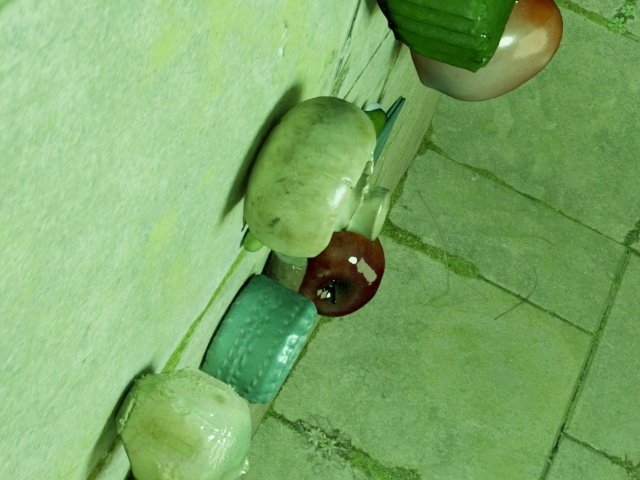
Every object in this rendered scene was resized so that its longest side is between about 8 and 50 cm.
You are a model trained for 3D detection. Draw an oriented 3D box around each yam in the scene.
[{"bbox_3d":[-0.075,0.078,2.081,0.127,0.084,0.084,-66,173,28],"label":"yam"}]

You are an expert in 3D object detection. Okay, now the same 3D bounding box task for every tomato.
[{"bbox_3d":[0.330,-0.435,2.241,0.321,0.322,0.321,-62,174,-11],"label":"tomato"}]

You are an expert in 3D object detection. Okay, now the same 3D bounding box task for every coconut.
[{"bbox_3d":[-0.182,0.269,1.474,0.194,0.194,0.194,-62,174,-11],"label":"coconut"}]

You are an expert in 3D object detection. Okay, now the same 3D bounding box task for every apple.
[{"bbox_3d":[0.025,0.044,2.216,0.234,0.234,0.234,-62,174,-11],"label":"apple"}]

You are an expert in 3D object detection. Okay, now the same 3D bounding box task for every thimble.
[{"bbox_3d":[-0.111,0.186,1.961,0.235,0.143,0.198,-57,172,-31],"label":"thimble"}]

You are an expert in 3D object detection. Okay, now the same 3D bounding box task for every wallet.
[{"bbox_3d":[0.100,-0.182,2.529,0.251,0.054,0.290,-59,175,-37],"label":"wallet"}]

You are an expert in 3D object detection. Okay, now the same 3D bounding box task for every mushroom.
[{"bbox_3d":[0.011,-0.100,1.500,0.253,0.195,0.189,-60,171,-50],"label":"mushroom"}]

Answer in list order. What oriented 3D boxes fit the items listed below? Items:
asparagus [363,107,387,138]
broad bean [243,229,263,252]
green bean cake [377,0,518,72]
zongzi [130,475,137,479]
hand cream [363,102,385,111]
[{"bbox_3d":[0.025,-0.123,2.056,0.343,0.085,0.082,-59,170,-23],"label":"asparagus"},{"bbox_3d":[-0.093,-0.014,1.722,0.083,0.045,0.063,-45,175,-46],"label":"broad bean"},{"bbox_3d":[0.219,-0.469,1.679,0.319,0.218,0.335,66,45,-73],"label":"green bean cake"},{"bbox_3d":[-0.259,0.421,1.849,0.251,0.125,0.274,-40,151,-73],"label":"zongzi"},{"bbox_3d":[0.094,-0.240,2.346,0.076,0.047,0.174,-57,-179,-29],"label":"hand cream"}]
